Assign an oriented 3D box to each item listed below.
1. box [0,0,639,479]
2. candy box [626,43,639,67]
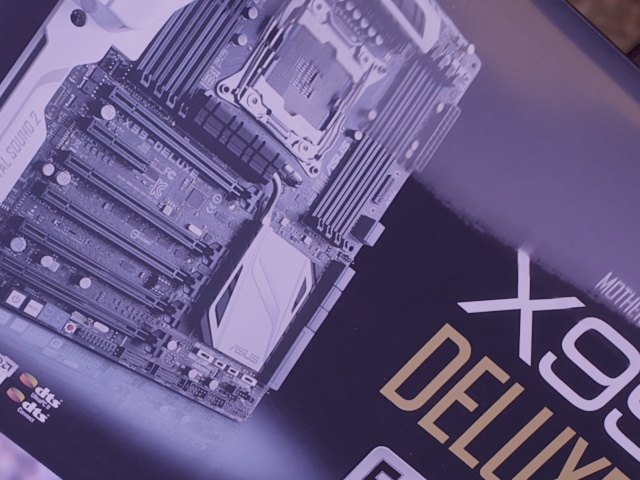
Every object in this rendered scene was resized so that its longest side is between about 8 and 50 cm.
[{"bbox_3d":[0.000,0.000,0.456,0.307,0.076,0.242,41,105,-10],"label":"box"},{"bbox_3d":[0.232,-0.009,0.536,0.159,0.071,0.233,-38,101,-2],"label":"candy box"}]
